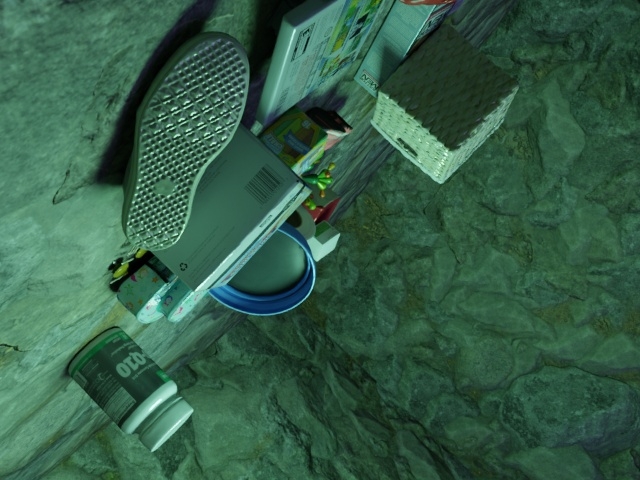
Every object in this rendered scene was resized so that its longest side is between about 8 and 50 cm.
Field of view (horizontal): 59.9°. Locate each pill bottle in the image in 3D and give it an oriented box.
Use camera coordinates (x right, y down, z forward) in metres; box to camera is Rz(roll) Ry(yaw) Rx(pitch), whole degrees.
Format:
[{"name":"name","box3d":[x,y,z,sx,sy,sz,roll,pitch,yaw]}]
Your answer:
[{"name":"pill bottle","box3d":[-0.582,0.462,1.723,0.204,0.361,0.204,-46,174,-7]}]

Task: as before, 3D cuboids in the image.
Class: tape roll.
[{"name":"tape roll","box3d":[-0.161,-0.036,1.918,0.169,0.246,0.246,-51,172,34]}]

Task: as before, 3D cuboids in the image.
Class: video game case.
[{"name":"video game case","box3d":[0.009,-0.395,1.103,0.300,0.036,0.329,-42,176,-23]}]

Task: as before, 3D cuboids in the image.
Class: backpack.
[{"name":"backpack","box3d":[-0.421,0.118,1.528,0.254,0.191,0.225,-40,173,-13]}]

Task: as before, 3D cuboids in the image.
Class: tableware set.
[{"name":"tableware set","box3d":[-0.472,0.037,1.388,0.154,0.024,0.104,-51,175,25]}]

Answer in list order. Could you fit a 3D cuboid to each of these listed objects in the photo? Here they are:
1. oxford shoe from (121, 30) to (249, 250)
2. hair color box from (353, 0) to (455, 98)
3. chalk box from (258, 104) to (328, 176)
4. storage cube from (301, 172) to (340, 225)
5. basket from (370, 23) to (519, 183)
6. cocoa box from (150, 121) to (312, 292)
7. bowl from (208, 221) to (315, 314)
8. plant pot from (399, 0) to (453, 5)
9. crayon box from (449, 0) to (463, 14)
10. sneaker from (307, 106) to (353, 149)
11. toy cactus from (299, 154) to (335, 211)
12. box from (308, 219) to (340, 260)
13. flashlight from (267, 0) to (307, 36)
[{"name":"oxford shoe","box3d":[-0.265,-0.180,1.017,0.449,0.169,0.130,-60,-149,31]},{"name":"hair color box","box3d":[0.261,-0.622,1.669,0.185,0.114,0.374,-42,172,-37]},{"name":"chalk box","box3d":[-0.102,-0.244,1.552,0.213,0.132,0.132,-46,174,-16]},{"name":"storage cube","box3d":[-0.074,-0.124,2.123,0.193,0.215,0.184,-59,167,31]},{"name":"basket","box3d":[0.384,-0.423,1.733,0.331,0.328,0.266,-45,171,-7]},{"name":"cocoa box","box3d":[-0.225,-0.080,1.315,0.347,0.231,0.228,-47,174,4]},{"name":"bowl","box3d":[-0.208,0.078,1.809,0.391,0.391,0.077,-51,-162,33]},{"name":"plant pot","box3d":[0.243,-0.625,1.250,0.174,0.191,0.191,-33,166,-38]},{"name":"crayon box","box3d":[0.428,-0.822,1.658,0.203,0.083,0.323,-41,172,-38]},{"name":"sneaker","box3d":[0.010,-0.336,1.783,0.136,0.116,0.314,-48,173,19]},{"name":"toy cactus","box3d":[-0.047,-0.208,1.923,0.112,0.181,0.218,-96,-166,-59]},{"name":"box","box3d":[0.000,0.000,2.058,0.101,0.087,0.102,-35,158,-36]},{"name":"flashlight","box3d":[0.016,-0.493,0.993,0.103,0.103,0.304,13,127,-46]}]
